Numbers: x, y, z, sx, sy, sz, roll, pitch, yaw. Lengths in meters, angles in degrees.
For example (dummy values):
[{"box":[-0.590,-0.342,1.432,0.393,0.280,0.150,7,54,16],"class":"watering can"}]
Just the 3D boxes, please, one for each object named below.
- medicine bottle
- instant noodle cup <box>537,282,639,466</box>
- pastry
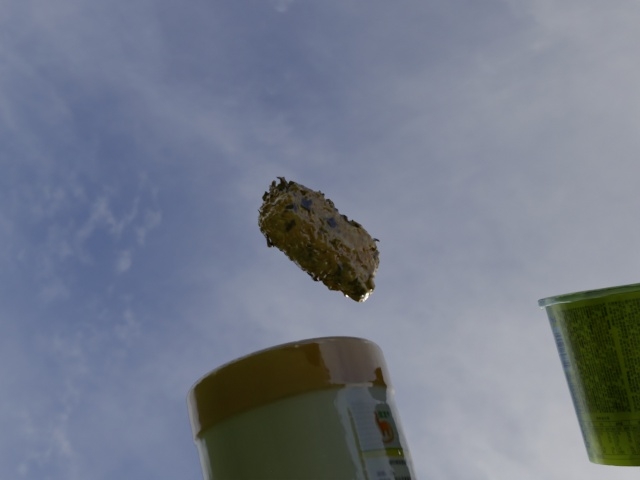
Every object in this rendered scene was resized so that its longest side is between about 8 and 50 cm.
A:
[{"box":[-0.014,0.255,1.005,0.238,0.238,0.231,-30,-116,30],"class":"medicine bottle"},{"box":[0.454,0.166,1.169,0.311,0.311,0.221,-11,-98,29],"class":"instant noodle cup"},{"box":[0.000,0.000,0.887,0.140,0.080,0.056,30,-36,-11],"class":"pastry"}]
